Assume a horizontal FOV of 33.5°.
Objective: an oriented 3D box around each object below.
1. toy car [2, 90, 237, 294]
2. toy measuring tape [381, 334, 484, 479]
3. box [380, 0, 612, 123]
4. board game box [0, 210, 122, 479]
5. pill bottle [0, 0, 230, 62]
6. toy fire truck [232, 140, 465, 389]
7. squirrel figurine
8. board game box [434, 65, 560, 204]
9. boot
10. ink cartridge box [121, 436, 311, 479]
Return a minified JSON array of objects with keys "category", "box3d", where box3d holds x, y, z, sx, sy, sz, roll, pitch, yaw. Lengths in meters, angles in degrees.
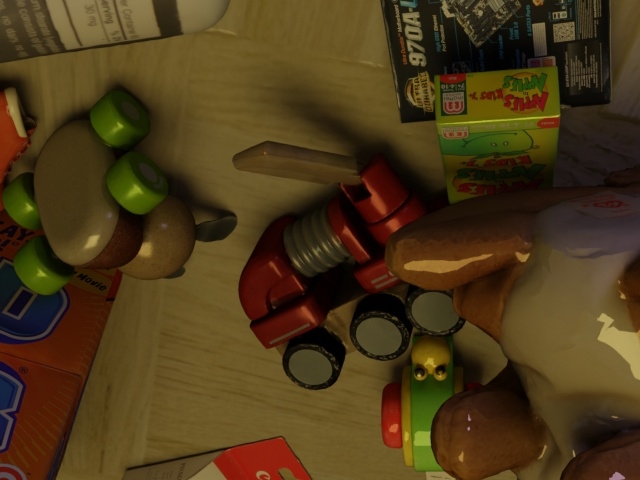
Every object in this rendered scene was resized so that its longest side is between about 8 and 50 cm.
[{"category":"toy car","box3d":[-0.170,-0.022,0.997,0.155,0.149,0.188,-37,143,23]},{"category":"toy measuring tape","box3d":[0.127,0.234,1.159,0.121,0.121,0.330,-1,130,9]},{"category":"box","box3d":[0.134,-0.199,0.827,0.175,0.051,0.220,-5,130,12]},{"category":"board game box","box3d":[-0.436,0.190,1.040,0.356,0.356,0.356,19,130,-8]},{"category":"pill bottle","box3d":[-0.174,-0.228,0.709,0.361,0.204,0.204,-10,130,-5]},{"category":"toy fire truck","box3d":[0.000,0.000,0.968,0.217,0.158,0.246,-27,110,28]},{"category":"squirrel figurine","box3d":[0.253,0.141,0.876,0.281,0.397,0.370,5,109,32]},{"category":"board game box","box3d":[0.146,-0.081,0.873,0.092,0.043,0.181,-3,162,9]},{"category":"boot","box3d":[-0.300,-0.080,0.989,0.085,0.059,0.158,-16,147,-12]},{"category":"ink cartridge box","box3d":[-0.113,0.337,1.323,0.225,0.056,0.181,-14,127,22]}]
